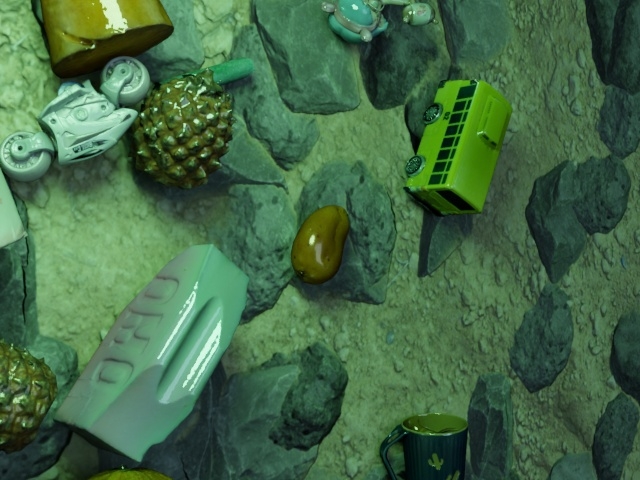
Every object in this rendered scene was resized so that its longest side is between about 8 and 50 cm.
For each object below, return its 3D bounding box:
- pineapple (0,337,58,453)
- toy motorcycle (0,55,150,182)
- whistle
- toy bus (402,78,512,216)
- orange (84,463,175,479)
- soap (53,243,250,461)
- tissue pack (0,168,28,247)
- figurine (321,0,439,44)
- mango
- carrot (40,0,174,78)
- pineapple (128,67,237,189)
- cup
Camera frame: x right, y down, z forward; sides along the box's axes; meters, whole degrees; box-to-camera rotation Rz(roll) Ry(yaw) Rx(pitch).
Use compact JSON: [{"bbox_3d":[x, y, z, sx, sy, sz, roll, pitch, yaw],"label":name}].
[{"bbox_3d":[-0.501,0.156,1.200,0.310,0.141,0.170,34,53,-24],"label":"pineapple"},{"bbox_3d":[-0.344,-0.167,1.320,0.254,0.112,0.112,-42,116,-15],"label":"toy motorcycle"},{"bbox_3d":[-0.189,-0.266,1.510,0.186,0.039,0.039,-25,105,-37],"label":"whistle"},{"bbox_3d":[0.281,-0.189,1.823,0.128,0.150,0.262,32,70,-36],"label":"toy bus"},{"bbox_3d":[-0.283,0.451,1.296,0.264,0.264,0.264,0,89,-39],"label":"orange"},{"bbox_3d":[-0.238,0.162,1.366,0.109,0.192,0.324,45,63,-30],"label":"soap"},{"bbox_3d":[-0.518,-0.089,1.160,0.201,0.124,0.271,-37,111,-54],"label":"tissue pack"},{"bbox_3d":[0.123,-0.451,1.717,0.205,0.103,0.260,41,58,-4],"label":"figurine"},{"bbox_3d":[-0.004,0.001,1.631,0.105,0.084,0.159,56,39,-43],"label":"mango"},{"bbox_3d":[-0.339,-0.385,1.313,0.196,0.196,0.254,-23,95,-37],"label":"carrot"},{"bbox_3d":[-0.205,-0.179,1.394,0.166,0.166,0.193,4,124,-39],"label":"pineapple"},{"bbox_3d":[0.204,0.432,1.784,0.176,0.131,0.155,-4,97,-10],"label":"cup"}]
